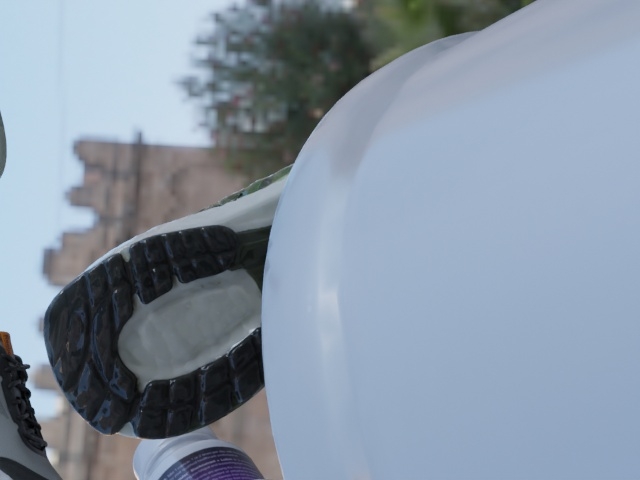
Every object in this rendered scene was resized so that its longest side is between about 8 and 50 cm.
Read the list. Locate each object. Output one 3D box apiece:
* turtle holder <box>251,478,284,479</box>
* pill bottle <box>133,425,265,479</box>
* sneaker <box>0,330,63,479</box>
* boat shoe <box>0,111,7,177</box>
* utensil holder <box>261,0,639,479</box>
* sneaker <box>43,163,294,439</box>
[{"bbox_3d":[-0.050,0.316,1.392,0.243,0.320,0.227,43,-175,-45],"label":"turtle holder"},{"bbox_3d":[-0.088,0.238,1.632,0.193,0.108,0.108,49,148,47],"label":"pill bottle"},{"bbox_3d":[-0.313,0.155,1.819,0.271,0.108,0.100,47,178,23],"label":"sneaker"},{"bbox_3d":[-0.308,-0.140,1.429,0.233,0.084,0.079,60,171,-14],"label":"boat shoe"},{"bbox_3d":[0.226,0.011,0.658,0.385,0.328,0.327,-27,46,42],"label":"utensil holder"},{"bbox_3d":[0.000,0.000,1.328,0.182,0.410,0.158,-165,55,-78],"label":"sneaker"}]
